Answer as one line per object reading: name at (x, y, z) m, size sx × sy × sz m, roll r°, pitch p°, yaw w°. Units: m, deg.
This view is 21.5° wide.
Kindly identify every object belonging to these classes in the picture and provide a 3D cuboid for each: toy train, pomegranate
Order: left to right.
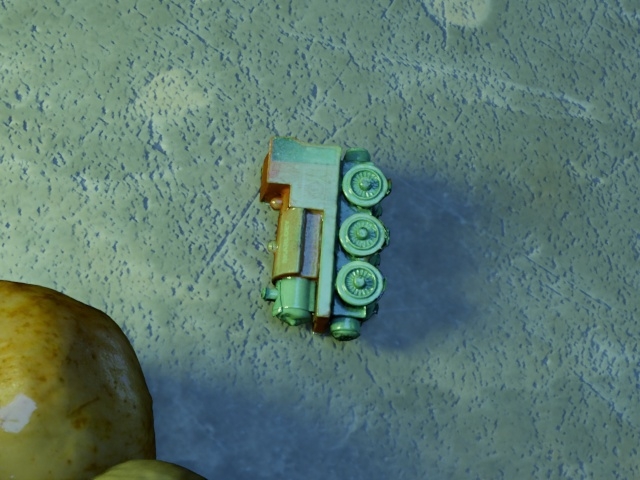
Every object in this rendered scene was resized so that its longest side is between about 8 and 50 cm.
pomegranate at (-0.234, 0.148, 1.279) m, size 0.248 × 0.248 × 0.248 m, roll 6°, pitch 67°, yaw -13°
toy train at (0.000, 0.000, 1.488) m, size 0.118 × 0.074 × 0.176 m, roll 6°, pitch 71°, yaw -2°

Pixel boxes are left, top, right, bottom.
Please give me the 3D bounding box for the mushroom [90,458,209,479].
mushroom at (-0.136, 0.323, 1.201) m, size 0.128 × 0.128 × 0.350 m, roll 5°, pitch 107°, yaw -13°
